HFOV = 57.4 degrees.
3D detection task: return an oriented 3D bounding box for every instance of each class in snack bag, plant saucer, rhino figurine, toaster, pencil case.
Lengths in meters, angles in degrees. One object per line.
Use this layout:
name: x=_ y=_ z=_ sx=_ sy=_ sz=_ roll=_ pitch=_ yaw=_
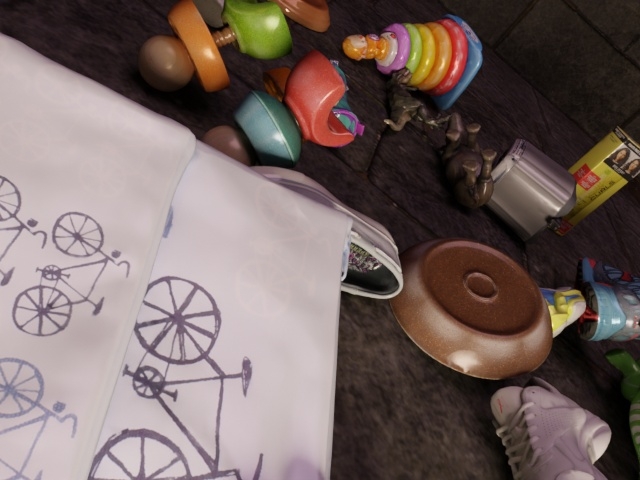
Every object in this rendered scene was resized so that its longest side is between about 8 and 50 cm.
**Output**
snack bag: x=-0.116 y=0.035 z=0.366 sx=0.342 sy=0.037 sz=0.323 roll=27 pitch=46 yaw=-24
plant saucer: x=-0.057 y=-0.499 z=1.172 sx=0.200 sy=0.037 sz=0.200 roll=30 pitch=32 yaw=-21
plant saucer: x=0.175 y=0.061 z=0.660 sx=0.199 sy=0.036 sz=0.198 roll=8 pitch=45 yaw=-8
rhino figurine: x=0.251 y=-0.150 z=1.037 sx=0.073 sy=0.106 sz=0.243 roll=-6 pitch=39 yaw=1
toaster: x=0.378 y=-0.094 z=1.081 sx=0.146 sy=0.129 sz=0.227 roll=40 pitch=32 yaw=4
pencil case: x=0.016 y=-0.201 z=0.853 sx=0.070 sy=0.064 sz=0.151 roll=4 pitch=42 yaw=-12

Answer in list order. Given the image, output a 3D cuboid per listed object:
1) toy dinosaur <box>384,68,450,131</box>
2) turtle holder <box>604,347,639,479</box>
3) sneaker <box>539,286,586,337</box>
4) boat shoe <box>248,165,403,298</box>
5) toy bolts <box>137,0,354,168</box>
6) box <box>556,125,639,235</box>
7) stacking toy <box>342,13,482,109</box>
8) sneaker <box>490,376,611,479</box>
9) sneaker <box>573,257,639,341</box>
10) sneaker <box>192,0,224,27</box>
toy dinosaur: x=0.174 y=-0.243 z=1.096 sx=0.118 sy=0.064 sz=0.268 roll=22 pitch=34 yaw=-5
turtle holder: x=0.536 y=0.221 z=0.756 sx=0.320 sy=0.243 sz=0.227 roll=-9 pitch=75 yaw=-58
sneaker: x=0.263 y=0.076 z=0.765 sx=0.126 sy=0.091 sz=0.240 roll=51 pitch=32 yaw=15
boat shoe: x=0.000 y=0.001 z=0.565 sx=0.227 sy=0.079 sz=0.081 roll=22 pitch=31 yaw=-36
toy bolts: x=-0.082 y=-0.141 z=0.649 sx=0.228 sy=0.158 sz=0.218 roll=54 pitch=-10 yaw=37
box: x=0.551 y=-0.118 z=1.201 sx=0.087 sy=0.232 sz=0.058 roll=31 pitch=32 yaw=-21
stacking toy: x=0.174 y=-0.397 z=1.233 sx=0.302 sy=0.166 sz=0.175 roll=-2 pitch=54 yaw=-31
sneaker: x=0.204 y=0.200 z=0.560 sx=0.115 sy=0.090 sz=0.232 roll=44 pitch=21 yaw=15
sneaker: x=0.454 y=0.098 z=0.886 sx=0.125 sy=0.104 sz=0.262 roll=6 pitch=15 yaw=18
sneaker: x=-0.175 y=-0.386 z=0.868 sx=0.152 sy=0.058 sz=0.084 roll=45 pitch=36 yaw=-3
